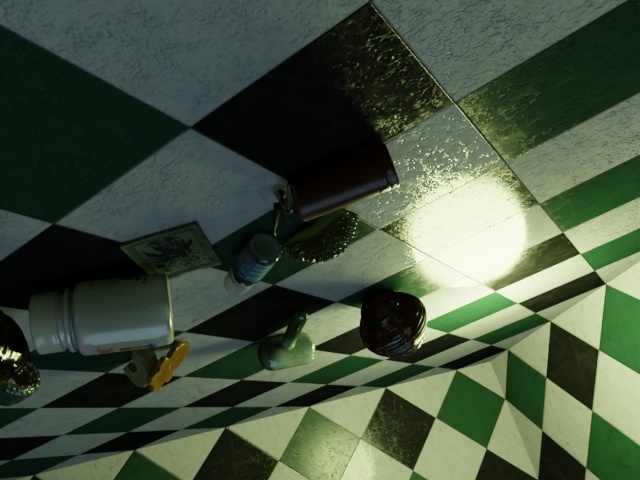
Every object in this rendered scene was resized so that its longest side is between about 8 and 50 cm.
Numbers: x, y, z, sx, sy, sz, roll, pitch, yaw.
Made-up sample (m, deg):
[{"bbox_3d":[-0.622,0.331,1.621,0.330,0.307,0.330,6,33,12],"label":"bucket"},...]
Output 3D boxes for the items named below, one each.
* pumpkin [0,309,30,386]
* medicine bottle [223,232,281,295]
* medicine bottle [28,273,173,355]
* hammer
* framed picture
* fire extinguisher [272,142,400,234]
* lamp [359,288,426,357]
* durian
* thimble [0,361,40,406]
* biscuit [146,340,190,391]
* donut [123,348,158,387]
[{"bbox_3d":[-0.802,0.241,1.289,0.320,0.192,0.320,-14,158,-6],"label":"pumpkin"},{"bbox_3d":[-0.169,0.063,1.466,0.083,0.083,0.203,-2,151,-31],"label":"medicine bottle"},{"bbox_3d":[-0.484,0.171,1.372,0.293,0.170,0.170,-7,154,-14],"label":"medicine bottle"},{"bbox_3d":[-0.094,0.332,2.078,0.206,0.119,0.335,-9,148,-22],"label":"hammer"},{"bbox_3d":[-0.330,0.033,1.380,0.173,0.010,0.231,-17,156,-1],"label":"framed picture"},{"bbox_3d":[0.020,-0.100,1.219,0.269,0.104,0.105,-20,156,5],"label":"fire extinguisher"},{"bbox_3d":[0.245,0.281,2.038,0.247,0.247,0.247,-14,156,-7],"label":"lamp"},{"bbox_3d":[0.004,0.009,1.459,0.221,0.095,0.137,-22,155,26],"label":"durian"},{"bbox_3d":[-0.840,0.379,1.652,0.090,0.118,0.135,-32,137,19],"label":"thimble"},{"bbox_3d":[-0.475,0.386,1.894,0.184,0.027,0.133,-57,161,-22],"label":"biscuit"},{"bbox_3d":[-0.553,0.398,1.908,0.065,0.108,0.166,-28,164,-46],"label":"donut"}]
